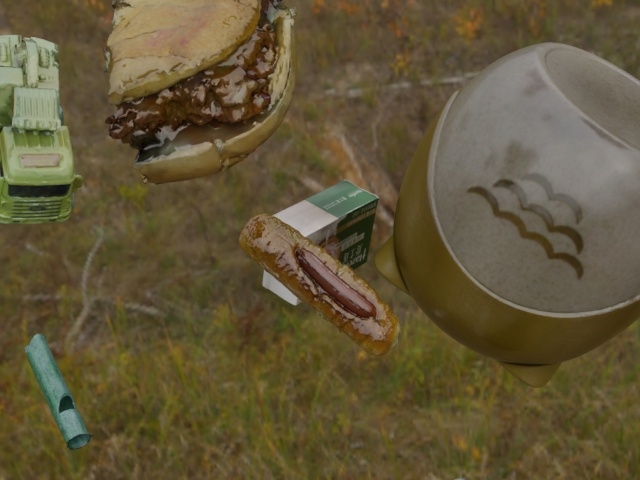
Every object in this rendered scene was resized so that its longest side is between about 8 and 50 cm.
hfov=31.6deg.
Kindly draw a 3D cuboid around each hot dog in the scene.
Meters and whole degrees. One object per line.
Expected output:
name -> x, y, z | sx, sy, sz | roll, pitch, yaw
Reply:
hot dog -> 0.004, 0.044, 1.256 | 0.216, 0.047, 0.066 | 41, 63, 3

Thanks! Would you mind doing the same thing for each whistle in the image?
whistle -> -0.381, 0.215, 1.624 | 0.039, 0.039, 0.186 | -24, 57, -16

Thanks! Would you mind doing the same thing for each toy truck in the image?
toy truck -> -0.282, -0.120, 1.091 | 0.085, 0.116, 0.191 | -1, 59, -23

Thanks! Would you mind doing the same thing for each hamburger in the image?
hamburger -> -0.113, -0.189, 1.132 | 0.282, 0.155, 0.245 | -38, 48, -19

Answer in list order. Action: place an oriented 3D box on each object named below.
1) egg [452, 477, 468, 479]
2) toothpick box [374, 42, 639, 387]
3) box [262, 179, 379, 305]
egg -> 0.188, 0.503, 1.637 | 0.162, 0.206, 0.271 | -24, 45, 26
toothpick box -> 0.312, -0.034, 1.629 | 0.409, 0.425, 0.409 | 24, 32, -16
box -> 0.000, 0.000, 1.838 | 0.081, 0.135, 0.199 | 30, 39, 31
